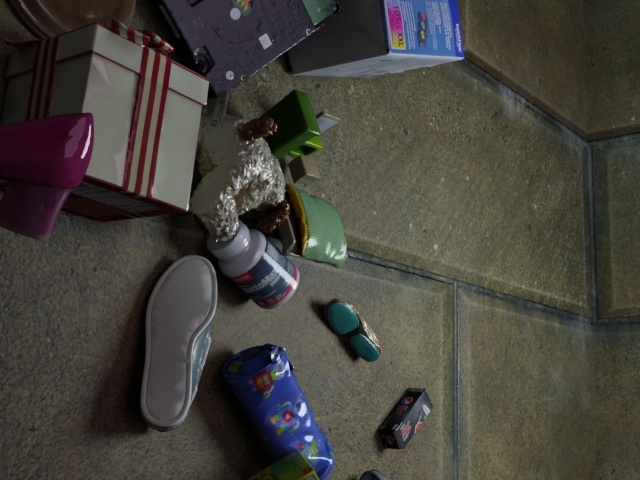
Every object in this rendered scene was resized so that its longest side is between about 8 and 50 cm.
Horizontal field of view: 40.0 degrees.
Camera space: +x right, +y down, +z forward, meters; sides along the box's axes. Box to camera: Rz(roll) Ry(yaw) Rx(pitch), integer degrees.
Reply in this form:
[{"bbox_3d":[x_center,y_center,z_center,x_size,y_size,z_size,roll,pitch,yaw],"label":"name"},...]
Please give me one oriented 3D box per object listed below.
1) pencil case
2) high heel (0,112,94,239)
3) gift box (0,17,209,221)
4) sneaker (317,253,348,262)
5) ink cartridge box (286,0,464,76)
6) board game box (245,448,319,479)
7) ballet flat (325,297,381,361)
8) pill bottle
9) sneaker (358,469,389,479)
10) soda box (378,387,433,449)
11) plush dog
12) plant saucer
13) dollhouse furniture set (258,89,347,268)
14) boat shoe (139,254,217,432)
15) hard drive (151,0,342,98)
[{"bbox_3d":[-0.074,0.335,1.691,0.133,0.119,0.306,-35,115,-25],"label":"pencil case"},{"bbox_3d":[-0.483,-0.149,1.113,0.377,0.127,0.181,21,104,-17],"label":"high heel"},{"bbox_3d":[-0.341,-0.189,1.332,0.276,0.255,0.258,25,67,-52],"label":"gift box"},{"bbox_3d":[0.000,0.000,1.891,0.170,0.068,0.071,30,56,-45],"label":"sneaker"},{"bbox_3d":[0.141,-0.458,1.980,0.395,0.270,0.151,-10,95,-53],"label":"ink cartridge box"},{"bbox_3d":[-0.097,0.460,1.594,0.181,0.092,0.043,-29,111,-14],"label":"board game box"},{"bbox_3d":[0.070,0.188,1.961,0.206,0.073,0.067,57,17,-33],"label":"ballet flat"},{"bbox_3d":[-0.131,0.041,1.678,0.180,0.108,0.108,46,50,-36],"label":"pill bottle"},{"bbox_3d":[0.084,0.611,1.864,0.125,0.104,0.262,36,57,-41],"label":"sneaker"},{"bbox_3d":[0.203,0.423,2.089,0.169,0.053,0.060,-42,117,-46],"label":"soda box"},{"bbox_3d":[-0.142,-0.134,1.594,0.262,0.210,0.225,61,9,19],"label":"plush dog"},{"bbox_3d":[-0.410,-0.448,1.460,0.277,0.041,0.278,11,76,-50],"label":"plant saucer"},{"bbox_3d":[-0.003,-0.117,1.759,0.197,0.151,0.302,12,55,-51],"label":"dollhouse furniture set"},{"bbox_3d":[-0.251,0.180,1.538,0.099,0.116,0.320,105,-7,-62],"label":"boat shoe"},{"bbox_3d":[-0.139,-0.461,1.693,0.339,0.064,0.237,-40,118,-21],"label":"hard drive"}]
